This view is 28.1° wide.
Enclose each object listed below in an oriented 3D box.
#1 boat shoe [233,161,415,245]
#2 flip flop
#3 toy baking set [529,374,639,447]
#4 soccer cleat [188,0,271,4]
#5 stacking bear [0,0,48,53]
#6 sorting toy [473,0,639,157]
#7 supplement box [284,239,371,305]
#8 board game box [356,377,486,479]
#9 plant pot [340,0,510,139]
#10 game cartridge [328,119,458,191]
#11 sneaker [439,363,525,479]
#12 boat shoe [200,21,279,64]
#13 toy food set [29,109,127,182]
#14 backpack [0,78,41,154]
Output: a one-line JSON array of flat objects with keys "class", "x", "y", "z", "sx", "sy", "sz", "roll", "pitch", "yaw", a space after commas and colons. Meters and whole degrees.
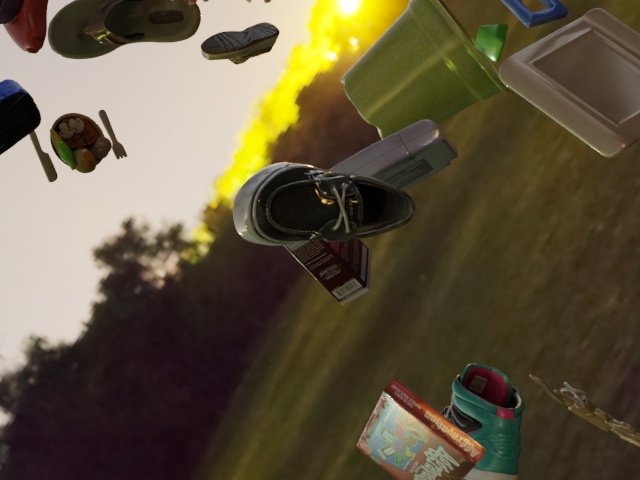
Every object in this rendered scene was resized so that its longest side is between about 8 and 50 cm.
[{"class": "boat shoe", "x": 0.016, "y": -0.058, "z": 1.893, "sx": 0.335, "sy": 0.119, "sz": 0.121, "roll": -11, "pitch": -77, "yaw": -49}, {"class": "flip flop", "x": -0.352, "y": -0.389, "z": 2.280, "sx": 0.080, "sy": 0.277, "sz": 0.112, "roll": -78, "pitch": -17, "yaw": -87}, {"class": "toy baking set", "x": 0.483, "y": 0.297, "z": 2.266, "sx": 0.030, "sy": 0.256, "sz": 0.197, "roll": -59, "pitch": -7, "yaw": -8}, {"class": "soccer cleat", "x": -0.187, "y": -0.480, "z": 2.296, "sx": 0.083, "sy": 0.248, "sz": 0.095, "roll": 51, "pitch": 137, "yaw": 49}, {"class": "stacking bear", "x": -0.537, "y": -0.375, "z": 1.787, "sx": 0.289, "sy": 0.164, "sz": 0.175, "roll": -1, "pitch": -60, "yaw": -36}, {"class": "sorting toy", "x": 0.334, "y": -0.181, "z": 1.515, "sx": 0.196, "sy": 0.347, "sz": 0.047, "roll": -33, "pitch": -28, "yaw": -33}, {"class": "supplement box", "x": 0.000, "y": 0.000, "z": 2.493, "sx": 0.073, "sy": 0.239, "sz": 0.130, "roll": -31, "pitch": 28, "yaw": 24}, {"class": "board game box", "x": 0.126, "y": 0.274, "z": 1.683, "sx": 0.027, "sy": 0.145, "sz": 0.281, "roll": -49, "pitch": -11, "yaw": -21}, {"class": "plant pot", "x": 0.188, "y": -0.324, "z": 2.502, "sx": 0.254, "sy": 0.276, "sz": 0.276, "roll": -37, "pitch": 3, "yaw": 13}, {"class": "game cartridge", "x": 0.084, "y": -0.102, "z": 2.155, "sx": 0.297, "sy": 0.062, "sz": 0.198, "roll": -30, "pitch": -18, "yaw": 9}, {"class": "sneaker", "x": 0.234, "y": 0.286, "z": 2.073, "sx": 0.295, "sy": 0.124, "sz": 0.178, "roll": 10, "pitch": 88, "yaw": 64}, {"class": "boat shoe", "x": -0.120, "y": -0.286, "z": 1.908, "sx": 0.135, "sy": 0.050, "sz": 0.045, "roll": -19, "pitch": -37, "yaw": -31}, {"class": "toy food set", "x": -0.489, "y": -0.202, "z": 2.606, "sx": 0.192, "sy": 0.132, "sz": 0.038, "roll": -24, "pitch": -1, "yaw": -38}, {"class": "backpack", "x": -0.531, "y": -0.211, "z": 2.103, "sx": 0.120, "sy": 0.101, "sz": 0.098, "roll": -35, "pitch": -39, "yaw": -14}]
